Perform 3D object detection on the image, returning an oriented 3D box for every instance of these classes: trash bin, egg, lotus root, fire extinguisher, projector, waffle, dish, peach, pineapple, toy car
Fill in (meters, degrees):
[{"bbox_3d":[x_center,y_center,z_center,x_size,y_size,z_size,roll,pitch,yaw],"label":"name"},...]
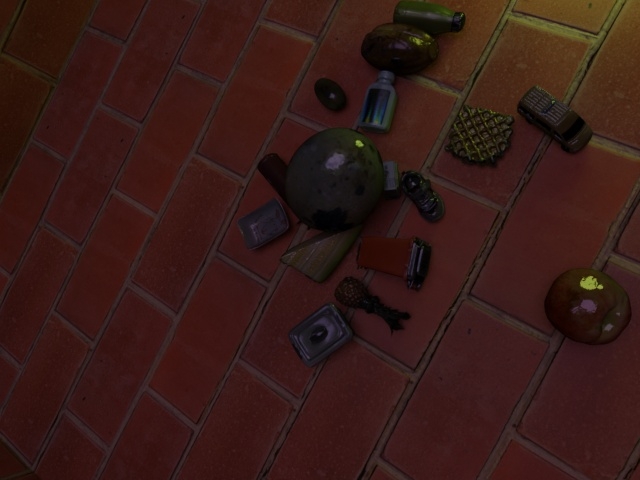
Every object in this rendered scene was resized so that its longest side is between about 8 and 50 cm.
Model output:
[{"bbox_3d":[0.261,0.074,1.786,0.239,0.161,0.184,8,84,30],"label":"trash bin"},{"bbox_3d":[0.053,-0.212,1.738,0.345,0.428,0.344,10,61,-18],"label":"egg"},{"bbox_3d":[0.297,-0.727,1.876,0.291,0.193,0.193,20,89,23],"label":"lotus root"},{"bbox_3d":[-0.127,-0.190,2.005,0.337,0.107,0.147,51,132,20],"label":"fire extinguisher"},{"bbox_3d":[0.261,-0.219,1.824,0.061,0.147,0.115,-4,81,12],"label":"projector"},{"bbox_3d":[0.571,-0.368,1.780,0.224,0.054,0.204,23,91,24],"label":"waffle"},{"bbox_3d":[-0.222,-0.062,2.025,0.212,0.077,0.151,-29,72,18],"label":"dish"},{"bbox_3d":[0.803,0.191,1.525,0.233,0.256,0.232,-4,111,-10],"label":"peach"},{"bbox_3d":[0.187,0.239,1.809,0.277,0.130,0.119,31,64,24],"label":"pineapple"},{"bbox_3d":[0.787,-0.409,1.664,0.101,0.124,0.256,-47,68,10],"label":"toy car"}]

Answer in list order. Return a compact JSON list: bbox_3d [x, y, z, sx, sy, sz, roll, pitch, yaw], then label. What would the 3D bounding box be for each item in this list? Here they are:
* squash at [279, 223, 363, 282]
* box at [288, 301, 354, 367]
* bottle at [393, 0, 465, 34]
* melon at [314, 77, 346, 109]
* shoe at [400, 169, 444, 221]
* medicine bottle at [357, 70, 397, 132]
[{"bbox_3d":[0.000,0.000,1.908,0.203,0.111,0.288,31,98,-11],"label":"squash"},{"bbox_3d":[0.009,0.349,1.847,0.227,0.130,0.162,-39,71,13],"label":"box"},{"bbox_3d":[0.413,-0.840,1.881,0.260,0.112,0.112,18,89,23],"label":"bottle"},{"bbox_3d":[0.036,-0.592,1.998,0.099,0.099,0.162,-43,69,10],"label":"melon"},{"bbox_3d":[0.364,-0.175,1.794,0.099,0.125,0.227,-36,70,10],"label":"shoe"},{"bbox_3d":[0.230,-0.537,1.921,0.121,0.083,0.228,14,88,25],"label":"medicine bottle"}]
